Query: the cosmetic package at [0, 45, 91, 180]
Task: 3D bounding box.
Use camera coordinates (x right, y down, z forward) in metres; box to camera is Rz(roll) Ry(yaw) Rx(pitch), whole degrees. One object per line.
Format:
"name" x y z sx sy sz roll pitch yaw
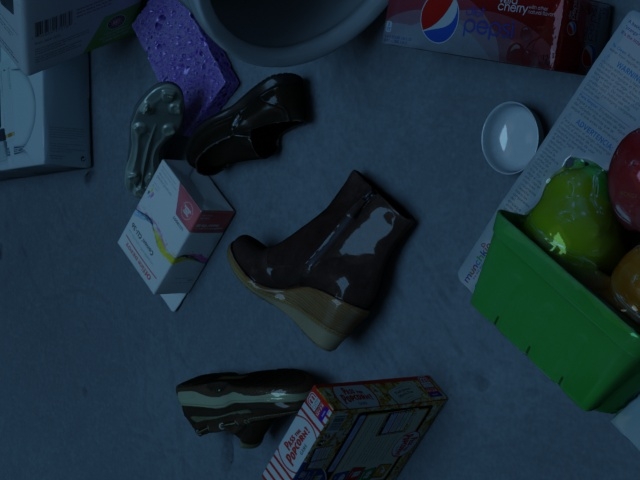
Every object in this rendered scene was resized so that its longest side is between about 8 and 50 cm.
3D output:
"cosmetic package" -0.515 -0.244 2.470 0.377 0.097 0.284 -5 84 46

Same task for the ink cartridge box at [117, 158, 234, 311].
"ink cartridge box" -0.214 -0.003 2.175 0.115 0.067 0.198 51 125 32

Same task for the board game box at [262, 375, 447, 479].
"board game box" 0.042 0.233 1.820 0.045 0.193 0.147 49 123 35

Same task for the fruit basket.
"fruit basket" 0.336 -0.008 1.576 0.327 0.165 0.353 44 104 36

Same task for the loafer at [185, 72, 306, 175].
"loafer" -0.100 -0.139 2.047 0.220 0.080 0.078 -37 64 40

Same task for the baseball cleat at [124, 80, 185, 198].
"baseball cleat" -0.240 -0.159 2.168 0.109 0.072 0.206 -95 24 -49

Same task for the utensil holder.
"utensil holder" -0.111 -0.447 1.887 0.385 0.327 0.328 45 120 38

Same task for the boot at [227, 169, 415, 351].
"boot" 0.000 0.000 1.964 0.248 0.090 0.207 39 105 40

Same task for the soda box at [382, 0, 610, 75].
"soda box" 0.194 -0.244 1.733 0.263 0.092 0.083 16 100 45

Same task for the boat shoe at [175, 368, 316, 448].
"boat shoe" -0.088 0.226 2.041 0.257 0.095 0.095 -6 100 52

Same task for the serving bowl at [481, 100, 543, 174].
"serving bowl" 0.223 -0.116 1.750 0.083 0.027 0.083 1 91 45

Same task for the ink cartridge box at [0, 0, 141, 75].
"ink cartridge box" -0.358 -0.391 2.154 0.115 0.198 0.273 49 149 27

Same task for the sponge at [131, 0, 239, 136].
"sponge" -0.193 -0.264 2.179 0.117 0.031 0.210 -46 59 37
